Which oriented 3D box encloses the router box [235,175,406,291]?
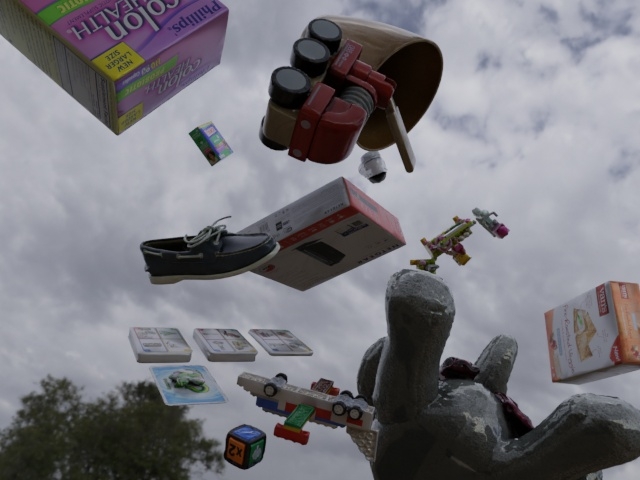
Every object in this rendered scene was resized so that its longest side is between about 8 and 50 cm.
[{"bbox_3d":[0.000,0.000,1.350,0.335,0.082,0.301,-27,-30,24],"label":"router box"}]

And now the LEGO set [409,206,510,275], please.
[{"bbox_3d":[0.246,0.052,1.050,0.132,0.287,0.107,34,-4,1],"label":"LEGO set"}]

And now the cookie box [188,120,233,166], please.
[{"bbox_3d":[-0.299,-0.267,1.486,0.040,0.092,0.107,-31,-78,24],"label":"cookie box"}]

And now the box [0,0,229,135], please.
[{"bbox_3d":[-0.295,-0.312,0.764,0.243,0.213,0.117,41,-30,3],"label":"box"}]

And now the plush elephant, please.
[{"bbox_3d":[0.176,0.216,0.644,0.271,0.255,0.330,27,-74,20],"label":"plush elephant"}]

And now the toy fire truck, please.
[{"bbox_3d":[0.051,-0.188,0.841,0.246,0.217,0.158,25,-37,1],"label":"toy fire truck"}]

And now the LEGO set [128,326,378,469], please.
[{"bbox_3d":[-0.066,0.138,0.491,0.182,0.060,0.244,6,7,-28],"label":"LEGO set"}]

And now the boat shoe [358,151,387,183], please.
[{"bbox_3d":[0.156,-0.201,1.599,0.083,0.076,0.226,-23,-7,10],"label":"boat shoe"}]

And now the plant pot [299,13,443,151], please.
[{"bbox_3d":[0.073,-0.348,1.101,0.254,0.237,0.237,44,-25,29],"label":"plant pot"}]

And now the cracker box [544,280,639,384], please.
[{"bbox_3d":[0.541,0.190,1.078,0.067,0.156,0.232,7,-24,-8],"label":"cracker box"}]

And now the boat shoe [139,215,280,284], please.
[{"bbox_3d":[-0.190,0.014,0.902,0.254,0.095,0.079,-8,-69,27],"label":"boat shoe"}]
